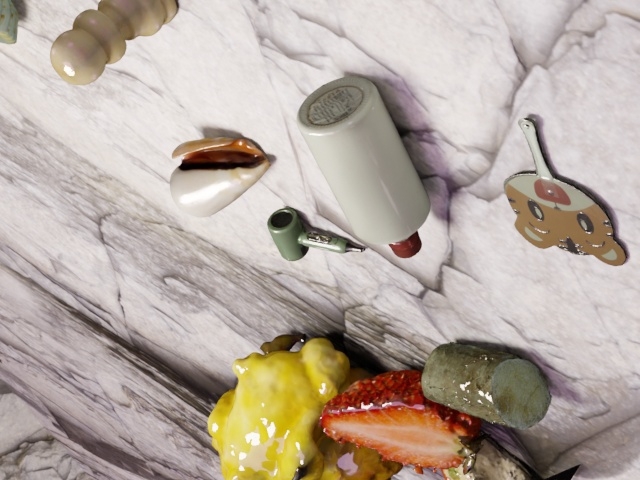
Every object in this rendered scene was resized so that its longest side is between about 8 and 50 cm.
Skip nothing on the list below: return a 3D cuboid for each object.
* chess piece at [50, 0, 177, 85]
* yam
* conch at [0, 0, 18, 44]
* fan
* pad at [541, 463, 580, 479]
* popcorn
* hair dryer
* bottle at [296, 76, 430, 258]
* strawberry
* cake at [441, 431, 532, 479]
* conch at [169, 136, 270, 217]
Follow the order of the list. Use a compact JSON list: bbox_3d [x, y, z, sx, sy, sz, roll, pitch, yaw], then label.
[{"bbox_3d":[-0.262,-0.259,1.771,0.094,0.170,0.094,29,152,17],"label":"chess piece"},{"bbox_3d":[0.216,0.194,1.961,0.183,0.107,0.107,8,141,50],"label":"yam"},{"bbox_3d":[-0.490,-0.333,2.038,0.135,0.102,0.153,25,-173,4],"label":"conch"},{"bbox_3d":[0.256,-0.056,1.596,0.152,0.008,0.227,18,148,40],"label":"fan"},{"bbox_3d":[0.293,0.410,2.157,0.265,0.159,0.009,100,147,-60],"label":"pad"},{"bbox_3d":[-0.018,0.302,2.257,0.315,0.281,0.297,19,114,-1],"label":"popcorn"},{"bbox_3d":[0.000,0.000,2.010,0.150,0.047,0.071,10,145,29],"label":"hair dryer"},{"bbox_3d":[0.063,-0.074,1.715,0.104,0.104,0.245,15,145,41],"label":"bottle"},{"bbox_3d":[0.133,0.251,2.131,0.236,0.107,0.175,27,136,-8],"label":"strawberry"},{"bbox_3d":[0.244,0.330,2.213,0.086,0.116,0.220,123,128,-63],"label":"cake"},{"bbox_3d":[-0.148,-0.092,1.987,0.176,0.094,0.104,-19,79,56],"label":"conch"}]
